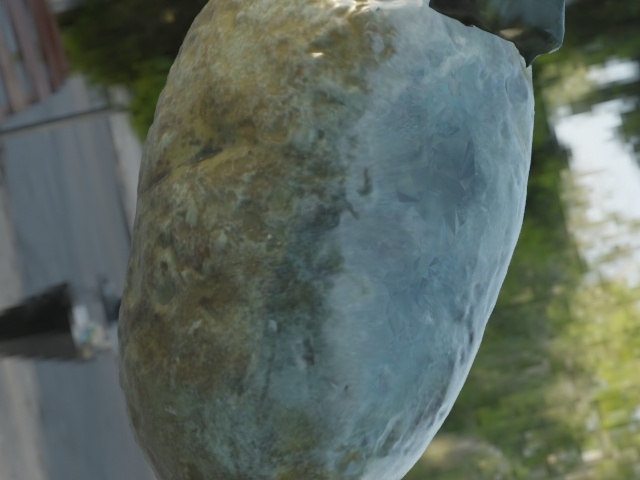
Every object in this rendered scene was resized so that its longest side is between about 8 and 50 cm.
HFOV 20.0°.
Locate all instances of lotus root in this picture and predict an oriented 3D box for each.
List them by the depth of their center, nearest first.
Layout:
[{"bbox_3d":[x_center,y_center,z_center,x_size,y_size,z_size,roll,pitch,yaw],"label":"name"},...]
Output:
[{"bbox_3d":[0.001,-0.001,0.819,0.175,0.175,0.349,80,22,-75],"label":"lotus root"}]

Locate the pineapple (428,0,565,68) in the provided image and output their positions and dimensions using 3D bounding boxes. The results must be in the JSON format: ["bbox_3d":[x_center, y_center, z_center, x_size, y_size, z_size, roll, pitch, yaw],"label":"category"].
[{"bbox_3d":[0.052,-0.149,0.608,0.248,0.128,0.128,-106,-177,-57],"label":"pineapple"}]
